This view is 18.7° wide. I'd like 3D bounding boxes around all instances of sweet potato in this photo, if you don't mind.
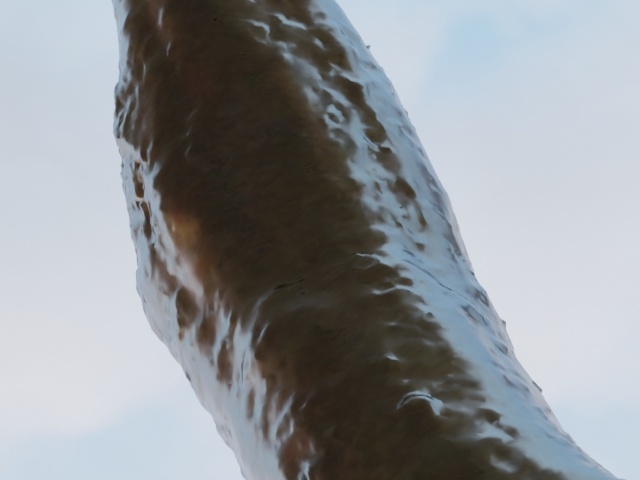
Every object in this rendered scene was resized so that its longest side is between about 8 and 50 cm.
[{"bbox_3d":[-0.001,0.004,0.563,0.114,0.092,0.341,-62,-141,34],"label":"sweet potato"}]
